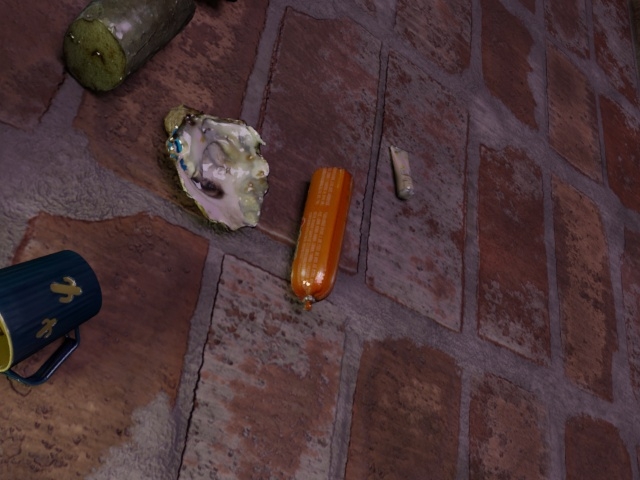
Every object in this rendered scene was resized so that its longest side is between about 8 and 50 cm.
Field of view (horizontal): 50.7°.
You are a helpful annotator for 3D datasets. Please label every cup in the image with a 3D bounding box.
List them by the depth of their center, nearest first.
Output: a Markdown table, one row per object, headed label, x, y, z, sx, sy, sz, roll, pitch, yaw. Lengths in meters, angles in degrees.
| label | x | y | z | sx | sy | sz | roll | pitch | yaw |
| --- | --- | --- | --- | --- | --- | --- | --- | --- | --- |
| cup | -0.397 | 0.108 | 0.944 | 0.155 | 0.131 | 0.176 | -32 | 121 | -47 |

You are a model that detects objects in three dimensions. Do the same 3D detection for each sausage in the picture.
| label | x | y | z | sx | sy | sz | roll | pitch | yaw |
| --- | --- | --- | --- | --- | --- | --- | --- | --- | --- |
| sausage | 0.000 | 0.000 | 1.336 | 0.093 | 0.093 | 0.312 | 29 | 55 | -27 |

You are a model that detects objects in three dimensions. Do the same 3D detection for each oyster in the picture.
| label | x | y | z | sx | sy | sz | roll | pitch | yaw |
| --- | --- | --- | --- | --- | --- | --- | --- | --- | --- |
| oyster | -0.191 | -0.128 | 1.242 | 0.214 | 0.083 | 0.223 | 18 | 65 | -29 |

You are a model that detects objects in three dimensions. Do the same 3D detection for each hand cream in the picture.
| label | x | y | z | sx | sy | sz | roll | pitch | yaw |
| --- | --- | --- | --- | --- | --- | --- | --- | --- | --- |
| hand cream | 0.200 | -0.164 | 1.617 | 0.061 | 0.039 | 0.143 | 14 | 57 | -32 |

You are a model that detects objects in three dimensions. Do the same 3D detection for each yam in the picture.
| label | x | y | z | sx | sy | sz | roll | pitch | yaw |
| --- | --- | --- | --- | --- | --- | --- | --- | --- | --- |
| yam | -0.333 | -0.388 | 1.193 | 0.154 | 0.154 | 0.254 | 44 | 50 | -16 |

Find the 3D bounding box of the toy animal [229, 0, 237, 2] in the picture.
| label | x | y | z | sx | sy | sz | roll | pitch | yaw |
| --- | --- | --- | --- | --- | --- | --- | --- | --- | --- |
| toy animal | -0.270 | -0.586 | 1.362 | 0.298 | 0.122 | 0.185 | 38 | 40 | -30 |
